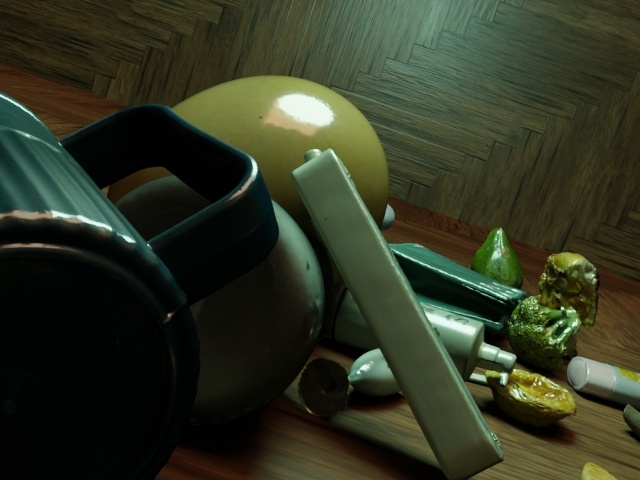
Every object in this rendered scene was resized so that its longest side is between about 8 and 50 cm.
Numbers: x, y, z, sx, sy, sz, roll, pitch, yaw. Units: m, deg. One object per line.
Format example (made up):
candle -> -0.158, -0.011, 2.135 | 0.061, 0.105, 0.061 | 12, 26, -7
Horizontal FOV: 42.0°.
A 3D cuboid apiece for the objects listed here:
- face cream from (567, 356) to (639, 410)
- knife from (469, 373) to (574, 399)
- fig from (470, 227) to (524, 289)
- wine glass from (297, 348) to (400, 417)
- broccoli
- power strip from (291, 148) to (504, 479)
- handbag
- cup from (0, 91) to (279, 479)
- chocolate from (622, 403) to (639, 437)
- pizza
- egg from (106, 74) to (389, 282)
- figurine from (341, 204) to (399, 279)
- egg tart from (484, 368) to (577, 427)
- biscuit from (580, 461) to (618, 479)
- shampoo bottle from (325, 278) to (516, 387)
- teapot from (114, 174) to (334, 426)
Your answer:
face cream -> 0.499, 0.238, 1.336 | 0.198, 0.057, 0.084 | 18, 9, -8
knife -> 0.283, 0.212, 1.209 | 0.207, 0.014, 0.030 | 14, 11, -17
fig -> 0.409, 0.050, 1.902 | 0.123, 0.156, 0.123 | 13, 8, -2
wine glass -> 0.050, 0.157, 0.952 | 0.066, 0.066, 0.198 | 24, 9, 27
broccoli -> 0.370, 0.151, 1.383 | 0.131, 0.120, 0.130 | 65, 10, 20
power strip -> 0.069, 0.062, 0.865 | 0.385, 0.062, 0.091 | 62, 6, 21
handbag -> 0.230, 0.093, 1.533 | 0.274, 0.100, 0.268 | 23, 7, 16
cup -> -0.211, 0.038, 0.564 | 0.307, 0.242, 0.292 | -3, 22, -32
chocolate -> 0.465, 0.272, 1.169 | 0.064, 0.031, 0.100 | 34, 5, -31
pizza -> 0.428, 0.115, 1.503 | 0.085, 0.161, 0.305 | -3, -30, 0
egg -> -0.091, -0.056, 1.094 | 0.373, 0.301, 0.301 | -24, 19, -7
figurine -> -0.004, -0.002, 1.369 | 0.261, 0.186, 0.382 | 5, 19, -14
egg tart -> 0.275, 0.208, 1.101 | 0.130, 0.052, 0.130 | 17, 11, -4
biscuit -> 0.366, 0.300, 0.830 | 0.224, 0.033, 0.144 | 22, 12, 17
shampoo bottle -> 0.129, 0.125, 1.107 | 0.262, 0.085, 0.085 | 16, 8, 20
teapot -> -0.126, 0.059, 0.848 | 0.305, 0.223, 0.285 | -7, -3, 12
